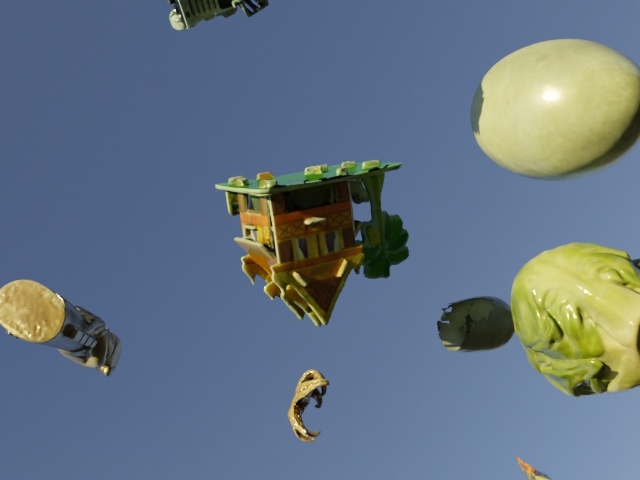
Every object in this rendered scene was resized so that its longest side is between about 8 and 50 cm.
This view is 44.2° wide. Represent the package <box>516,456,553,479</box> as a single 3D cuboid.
[{"bbox_3d":[0.446,0.480,1.558,0.120,0.108,0.031,40,-96,-3],"label":"package"}]

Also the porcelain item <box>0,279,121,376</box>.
[{"bbox_3d":[-0.252,0.097,0.811,0.054,0.084,0.213,-59,-15,-13],"label":"porcelain item"}]

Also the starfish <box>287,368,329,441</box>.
[{"bbox_3d":[-0.025,0.347,1.667,0.074,0.146,0.190,17,-32,1],"label":"starfish"}]

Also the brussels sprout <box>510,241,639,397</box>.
[{"bbox_3d":[0.511,0.159,1.506,0.247,0.328,0.328,-55,-46,-19],"label":"brussels sprout"}]

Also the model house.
[{"bbox_3d":[0.000,0.000,1.623,0.357,0.242,0.313,-14,-75,-30],"label":"model house"}]

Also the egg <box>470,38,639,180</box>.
[{"bbox_3d":[0.430,-0.236,1.440,0.258,0.352,0.258,-7,-76,-30],"label":"egg"}]

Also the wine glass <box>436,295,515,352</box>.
[{"bbox_3d":[0.438,0.194,1.879,0.321,0.143,0.143,-5,-61,-27],"label":"wine glass"}]

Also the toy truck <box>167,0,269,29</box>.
[{"bbox_3d":[-0.193,-0.471,1.285,0.184,0.338,0.133,-22,-44,-6],"label":"toy truck"}]
